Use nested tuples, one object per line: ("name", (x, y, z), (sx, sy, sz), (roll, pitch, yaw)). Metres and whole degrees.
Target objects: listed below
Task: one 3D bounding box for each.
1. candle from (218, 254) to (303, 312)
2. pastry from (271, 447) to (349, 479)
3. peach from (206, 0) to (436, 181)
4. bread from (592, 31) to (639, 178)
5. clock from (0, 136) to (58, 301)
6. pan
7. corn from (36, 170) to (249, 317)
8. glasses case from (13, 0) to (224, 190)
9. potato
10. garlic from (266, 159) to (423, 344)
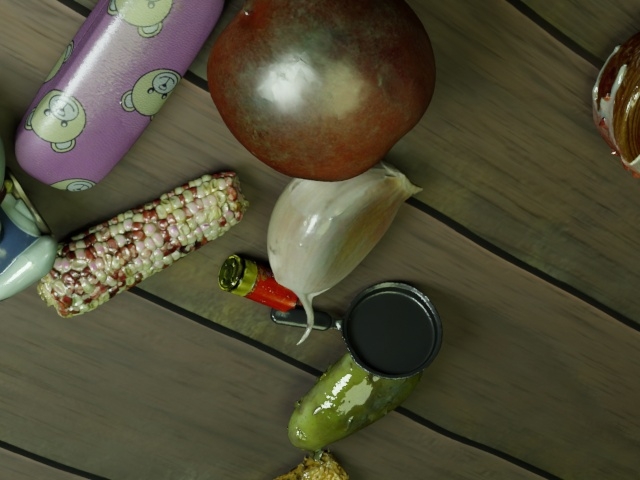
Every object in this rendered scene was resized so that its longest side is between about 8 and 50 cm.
("candle", (-0.068, 0.060, 1.972), (0.131, 0.052, 0.052), (21, 113, -33))
("pastry", (-0.030, 0.362, 2.192), (0.140, 0.056, 0.080), (-33, 117, 5))
("peach", (-0.002, -0.193, 1.713), (0.252, 0.252, 0.252), (-11, 126, -15))
("bread", (0.463, -0.181, 1.963), (0.212, 0.142, 0.224), (-33, 130, -2))
("clock", (-0.396, -0.052, 1.678), (0.146, 0.199, 0.243), (-33, 119, -2))
("pan", (0.048, 0.115, 2.040), (0.235, 0.136, 0.028), (9, 162, -6))
("corn", (-0.215, 0.004, 1.848), (0.280, 0.092, 0.092), (-27, 129, -5))
("glasses case", (-0.229, -0.190, 1.717), (0.123, 0.076, 0.316), (26, 110, -34))
("potato", (0.047, 0.211, 2.096), (0.225, 0.090, 0.117), (-40, 124, 4))
("garlic", (-0.005, 0.002, 1.918), (0.148, 0.128, 0.266), (37, 106, -7))
